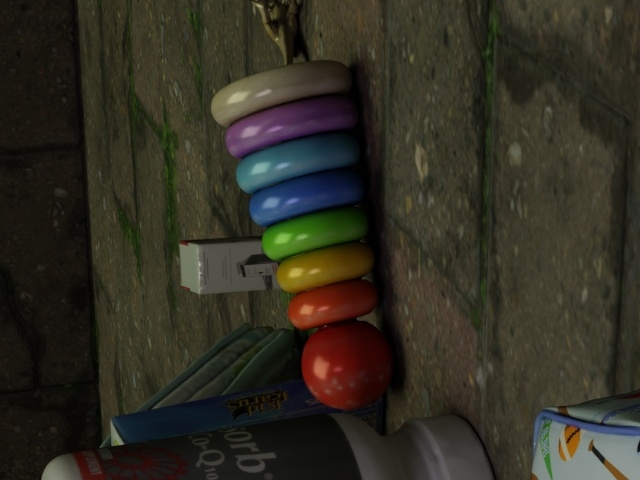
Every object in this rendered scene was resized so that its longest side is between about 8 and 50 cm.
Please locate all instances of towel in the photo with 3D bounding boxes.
[{"bbox_3d":[-0.133,0.297,1.990,0.090,0.374,0.320,15,120,24],"label":"towel"}]

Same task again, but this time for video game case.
[{"bbox_3d":[-0.072,0.267,1.801,0.061,0.269,0.244,-128,34,-54],"label":"video game case"}]

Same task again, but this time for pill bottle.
[{"bbox_3d":[-0.043,0.259,1.527,0.210,0.363,0.210,173,90,-74],"label":"pill bottle"}]

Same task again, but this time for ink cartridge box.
[{"bbox_3d":[-0.080,0.024,1.980,0.099,0.135,0.056,-170,77,-73],"label":"ink cartridge box"}]

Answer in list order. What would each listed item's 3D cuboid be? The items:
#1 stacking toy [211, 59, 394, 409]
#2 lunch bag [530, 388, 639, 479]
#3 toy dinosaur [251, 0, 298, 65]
[{"bbox_3d":[0.000,0.000,1.731,0.141,0.141,0.330,148,108,-73],"label":"stacking toy"},{"bbox_3d":[0.217,0.244,1.075,0.243,0.115,0.303,179,85,-72],"label":"lunch bag"},{"bbox_3d":[-0.040,-0.228,1.920,0.183,0.053,0.093,-104,0,-48],"label":"toy dinosaur"}]
